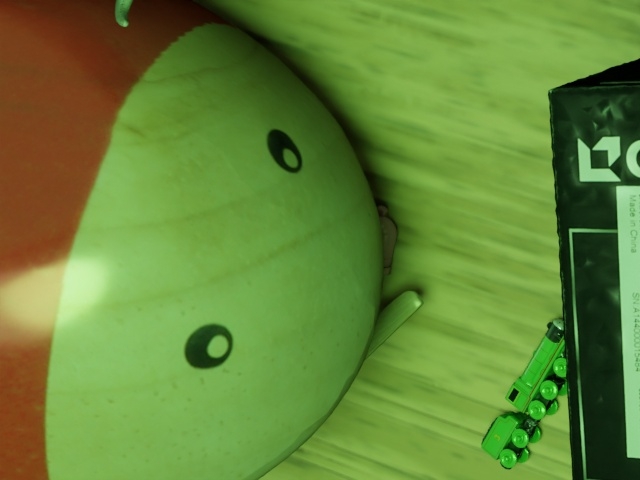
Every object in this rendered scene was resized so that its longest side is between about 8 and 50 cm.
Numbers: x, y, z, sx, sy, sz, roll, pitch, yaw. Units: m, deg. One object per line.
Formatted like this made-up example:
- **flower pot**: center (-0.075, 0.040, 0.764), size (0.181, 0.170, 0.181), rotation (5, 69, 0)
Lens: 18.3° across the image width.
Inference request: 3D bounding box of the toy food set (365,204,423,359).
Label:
- **toy food set**: center (0.000, 0.000, 0.975), size (0.078, 0.019, 0.122), rotation (-45, 73, 26)

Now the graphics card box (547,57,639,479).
- **graphics card box**: center (0.182, 0.104, 0.788), size (0.094, 0.233, 0.371), rotation (0, 100, 30)

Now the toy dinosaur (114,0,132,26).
- **toy dinosaur**: center (-0.073, -0.242, 0.915), size (0.160, 0.121, 0.313), rotation (20, 78, 23)

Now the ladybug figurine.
- **ladybug figurine**: center (-0.195, -0.019, 0.921), size (0.449, 0.162, 0.305), rotation (9, 68, 18)

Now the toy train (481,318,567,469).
- **toy train**: center (0.102, 0.072, 0.942), size (0.024, 0.017, 0.083), rotation (38, 115, 25)
